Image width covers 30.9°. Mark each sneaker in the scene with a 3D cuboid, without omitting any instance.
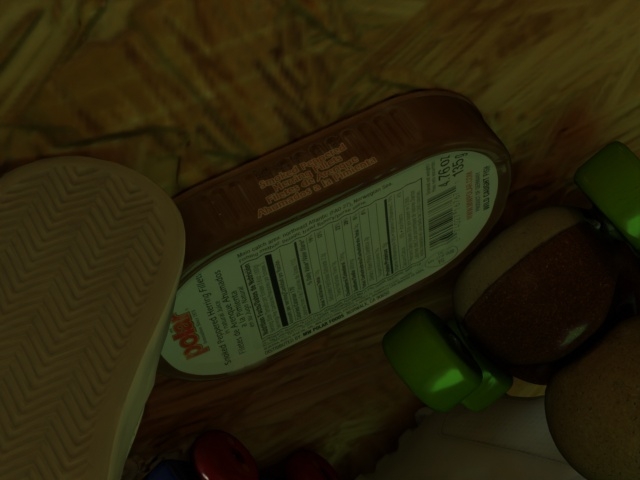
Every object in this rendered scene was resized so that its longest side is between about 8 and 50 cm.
[{"bbox_3d":[0.085,0.164,0.730,0.297,0.129,0.111,-24,152,20],"label":"sneaker"},{"bbox_3d":[-0.125,0.125,0.384,0.108,0.292,0.169,22,135,0],"label":"sneaker"}]

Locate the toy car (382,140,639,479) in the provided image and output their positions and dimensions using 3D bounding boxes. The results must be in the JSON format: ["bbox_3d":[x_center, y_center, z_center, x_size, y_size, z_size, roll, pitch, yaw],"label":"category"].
[{"bbox_3d":[0.155,0.075,0.580,0.155,0.188,0.149,-42,160,11],"label":"toy car"}]

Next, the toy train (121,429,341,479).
[{"bbox_3d":[-0.059,0.181,0.595,0.105,0.143,0.248,-44,145,15],"label":"toy train"}]

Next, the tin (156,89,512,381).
[{"bbox_3d":[0.000,0.000,0.514,0.190,0.040,0.106,-26,142,-11],"label":"tin"}]
